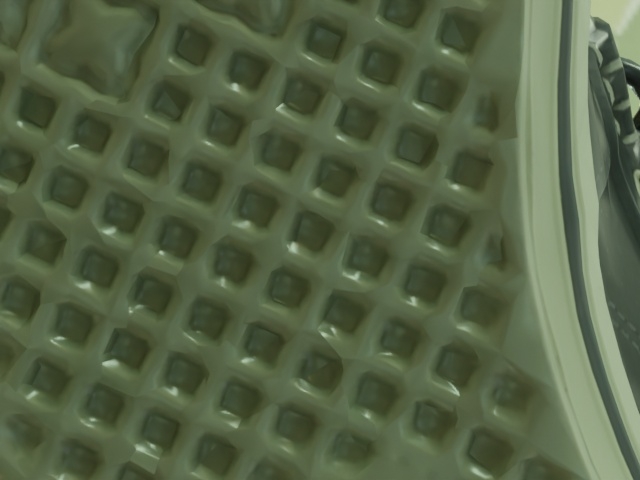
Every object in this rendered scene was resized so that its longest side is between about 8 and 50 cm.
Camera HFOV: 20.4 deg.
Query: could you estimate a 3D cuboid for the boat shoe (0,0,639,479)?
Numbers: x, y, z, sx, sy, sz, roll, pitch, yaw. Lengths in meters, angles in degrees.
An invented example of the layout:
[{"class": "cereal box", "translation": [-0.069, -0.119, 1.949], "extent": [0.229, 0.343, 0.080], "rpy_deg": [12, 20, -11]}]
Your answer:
[{"class": "boat shoe", "translation": [0.000, 0.000, 0.439], "extent": [0.156, 0.187, 0.500], "rpy_deg": [-34, 105, -82]}]
